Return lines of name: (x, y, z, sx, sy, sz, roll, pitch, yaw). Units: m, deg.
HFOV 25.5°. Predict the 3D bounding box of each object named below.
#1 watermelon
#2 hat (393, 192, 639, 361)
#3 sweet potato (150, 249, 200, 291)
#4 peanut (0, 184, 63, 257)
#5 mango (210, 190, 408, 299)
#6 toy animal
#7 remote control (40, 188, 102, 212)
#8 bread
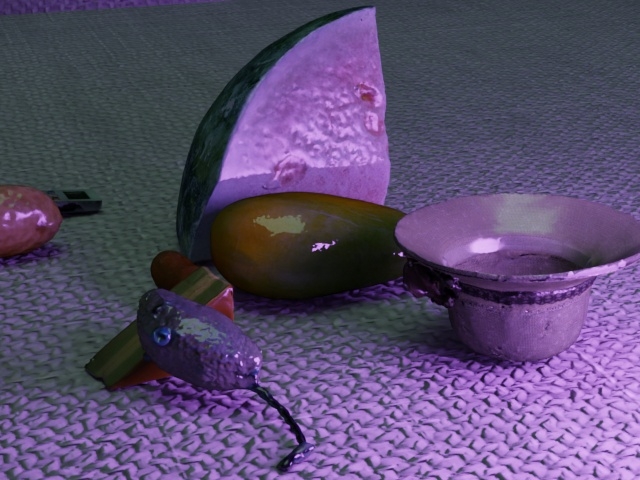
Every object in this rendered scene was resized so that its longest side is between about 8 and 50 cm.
watermelon: (-0.027, -0.100, 1.768, 0.258, 0.387, 0.228, 37, -13, -10)
hat: (0.198, 0.050, 1.408, 0.257, 0.130, 0.257, -1, 18, 0)
sweet potato: (-0.140, 0.057, 1.536, 0.056, 0.056, 0.195, -9, 26, -21)
peanut: (-0.427, -0.025, 1.717, 0.226, 0.095, 0.108, -3, 16, -10)
mango: (0.000, 0.000, 1.591, 0.251, 0.114, 0.156, -8, 13, -17)
toy animal: (-0.082, 0.126, 1.295, 0.079, 0.070, 0.253, -37, 55, -21)
remote control: (-0.379, -0.047, 1.887, 0.166, 0.029, 0.065, -3, 17, -22)
bread: (-0.160, 0.086, 1.394, 0.139, 0.084, 0.074, -12, 23, -27)
